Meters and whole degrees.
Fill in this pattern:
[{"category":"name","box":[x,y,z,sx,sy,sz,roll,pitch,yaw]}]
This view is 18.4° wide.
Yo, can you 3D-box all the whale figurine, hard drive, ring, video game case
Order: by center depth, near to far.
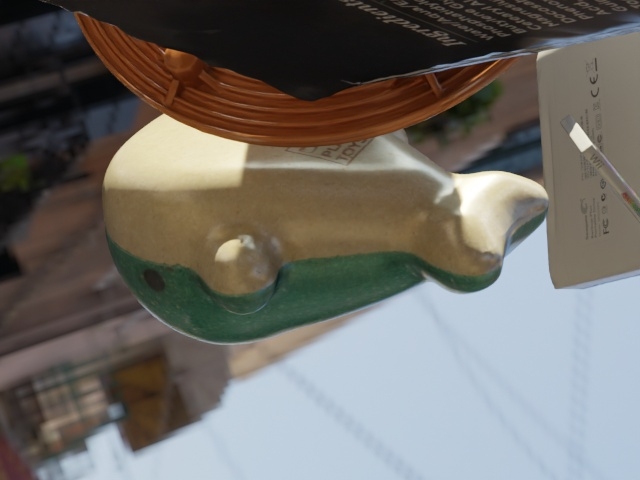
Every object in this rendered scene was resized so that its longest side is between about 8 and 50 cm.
[{"category":"ring","box":[0.001,-0.211,1.178,0.336,0.337,0.032,56,-1,28]},{"category":"whale figurine","box":[0.000,0.000,1.207,0.272,0.216,0.141,9,-58,24]},{"category":"video game case","box":[0.217,-0.032,1.397,0.122,0.011,0.087,48,10,-16]},{"category":"hard drive","box":[0.267,-0.085,1.544,0.319,0.040,0.210,159,-70,-66]}]

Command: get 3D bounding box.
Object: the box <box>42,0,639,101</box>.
[{"category":"box","box":[0.077,-0.349,0.854,0.472,0.297,0.479,-7,-111,53]}]
